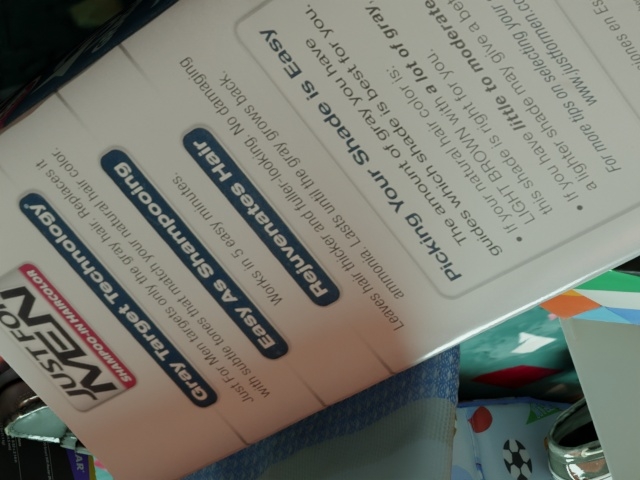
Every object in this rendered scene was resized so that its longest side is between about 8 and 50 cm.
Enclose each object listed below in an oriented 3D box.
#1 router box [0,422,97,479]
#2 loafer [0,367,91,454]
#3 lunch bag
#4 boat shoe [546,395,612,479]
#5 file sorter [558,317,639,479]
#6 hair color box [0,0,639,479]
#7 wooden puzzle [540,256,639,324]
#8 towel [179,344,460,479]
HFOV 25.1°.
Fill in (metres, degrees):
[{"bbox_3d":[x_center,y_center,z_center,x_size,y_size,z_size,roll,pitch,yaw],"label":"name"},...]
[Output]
[{"bbox_3d":[-0.342,0.201,1.017,0.242,0.081,0.309,9,147,-41],"label":"router box"},{"bbox_3d":[-0.086,0.120,0.979,0.267,0.084,0.096,0,152,-29],"label":"loafer"},{"bbox_3d":[0.113,0.228,1.285,0.303,0.115,0.243,13,146,-43],"label":"lunch bag"},{"bbox_3d":[0.283,0.131,1.181,0.219,0.078,0.070,-31,134,-12],"label":"boat shoe"},{"bbox_3d":[0.340,0.093,1.027,0.277,0.193,0.173,-21,158,15],"label":"file sorter"},{"bbox_3d":[0.008,-0.044,0.566,0.347,0.105,0.174,-29,109,30],"label":"hair color box"},{"bbox_3d":[0.187,0.021,0.858,0.221,0.044,0.238,3,171,38],"label":"wooden puzzle"},{"bbox_3d":[-0.021,0.068,0.705,0.209,0.285,0.034,-28,124,30],"label":"towel"}]
